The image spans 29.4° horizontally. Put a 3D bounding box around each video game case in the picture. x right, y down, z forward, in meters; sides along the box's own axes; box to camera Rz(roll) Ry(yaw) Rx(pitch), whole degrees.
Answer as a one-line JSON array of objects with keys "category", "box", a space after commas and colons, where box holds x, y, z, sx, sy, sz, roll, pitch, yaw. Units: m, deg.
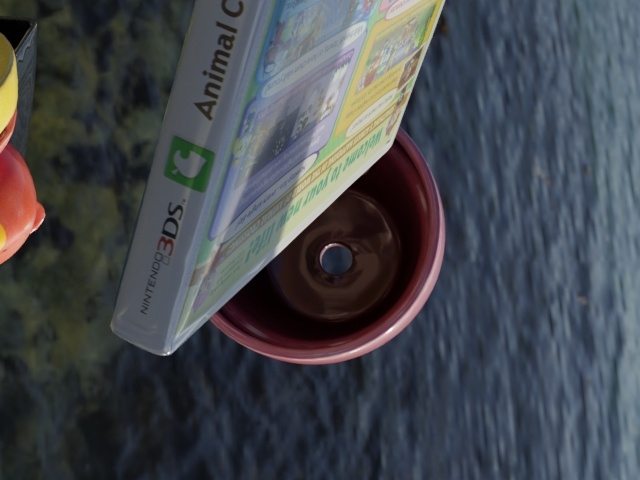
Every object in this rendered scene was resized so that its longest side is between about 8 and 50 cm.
[{"category": "video game case", "box": [0.013, -0.087, 0.388, 0.212, 0.023, 0.193, -45, 158, -61]}]

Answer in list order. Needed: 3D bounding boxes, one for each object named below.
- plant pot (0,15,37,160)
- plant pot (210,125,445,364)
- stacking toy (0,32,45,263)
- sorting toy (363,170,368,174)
[{"category": "plant pot", "box": [-0.317, -0.058, 0.916, 0.187, 0.188, 0.167, -84, 175, -55]}, {"category": "plant pot", "box": [0.000, 0.000, 0.964, 0.180, 0.201, 0.201, 49, 36, -78]}, {"category": "stacking toy", "box": [-0.293, 0.030, 0.628, 0.279, 0.309, 0.130, -106, -176, -48]}, {"category": "sorting toy", "box": [0.007, -0.058, 0.874, 0.083, 0.062, 0.012, 113, -14, -63]}]
